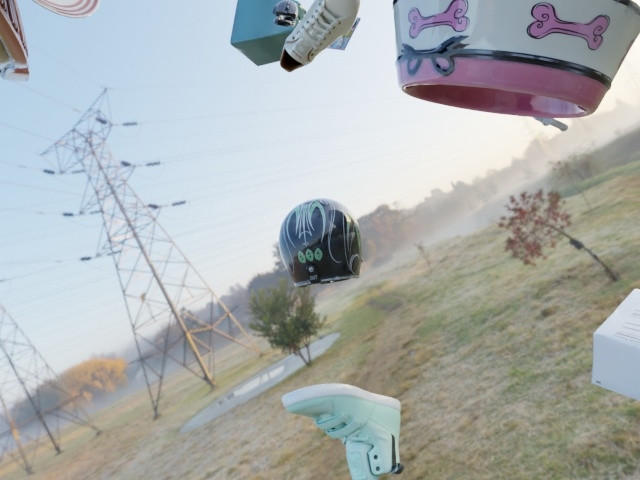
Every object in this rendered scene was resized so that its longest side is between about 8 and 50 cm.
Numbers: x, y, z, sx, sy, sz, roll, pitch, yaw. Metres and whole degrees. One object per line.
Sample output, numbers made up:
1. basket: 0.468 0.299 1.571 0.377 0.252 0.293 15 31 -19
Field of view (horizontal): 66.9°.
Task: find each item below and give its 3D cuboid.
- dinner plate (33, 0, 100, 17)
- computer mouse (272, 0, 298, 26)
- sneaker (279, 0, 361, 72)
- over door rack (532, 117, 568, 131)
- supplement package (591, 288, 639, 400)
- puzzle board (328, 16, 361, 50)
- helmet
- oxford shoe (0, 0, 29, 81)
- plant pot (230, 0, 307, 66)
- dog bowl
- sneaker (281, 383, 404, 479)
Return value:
1. dinner plate: -0.322 -0.323 0.560 0.017 0.141 0.141 -17 1 29
2. computer mouse: -0.096 -0.621 1.316 0.242 0.071 0.041 -92 15 -56
3. sneaker: -0.008 -0.492 1.161 0.290 0.106 0.123 -24 34 59
4. over door rack: 0.525 -0.405 1.131 0.324 0.108 0.240 -117 46 -60
5. supplement package: 0.729 0.231 1.086 0.244 0.139 0.133 -26 25 -35
6. puzzle board: 0.053 -0.586 1.366 0.011 0.128 0.096 24 -82 -37
7. helmet: 0.000 0.000 0.906 0.169 0.162 0.169 -9 -7 -1
8. oxford shoe: -0.472 -0.283 0.627 0.146 0.141 0.397 -14 6 -28
9. plant pot: -0.153 -0.717 1.641 0.234 0.166 0.165 5 -7 31
10. dog bowl: 0.316 -0.317 0.852 0.407 0.151 0.408 9 12 -2
11. sneaker: 0.047 0.339 0.838 0.255 0.151 0.094 21 -38 -30
